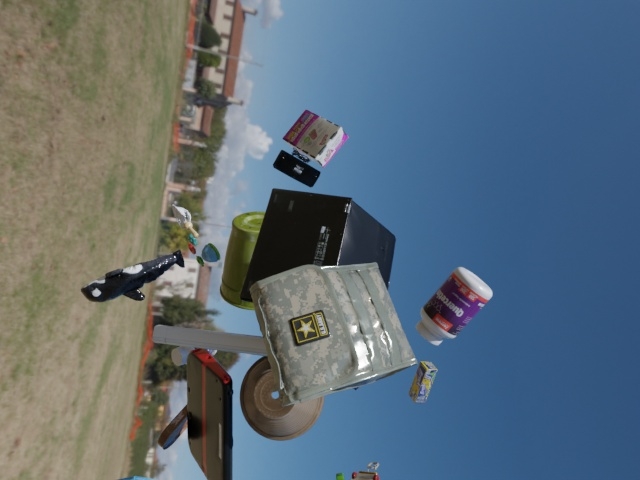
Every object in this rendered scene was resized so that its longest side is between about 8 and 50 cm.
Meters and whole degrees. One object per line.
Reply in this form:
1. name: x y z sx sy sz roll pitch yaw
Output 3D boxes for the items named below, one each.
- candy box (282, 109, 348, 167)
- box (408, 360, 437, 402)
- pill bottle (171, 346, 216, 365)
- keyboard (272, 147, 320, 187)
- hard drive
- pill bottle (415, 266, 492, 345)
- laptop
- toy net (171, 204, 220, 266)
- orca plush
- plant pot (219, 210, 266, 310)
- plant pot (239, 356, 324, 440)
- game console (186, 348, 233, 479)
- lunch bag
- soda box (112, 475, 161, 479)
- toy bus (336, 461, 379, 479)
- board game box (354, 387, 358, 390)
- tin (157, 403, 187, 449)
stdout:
1. candy box: -0.023 -0.407 1.718 0.159 0.071 0.233 -51 -130 1
2. box: 0.422 0.586 1.791 0.059 0.054 0.168 -127 -131 -63
3. pill bottle: -0.512 0.447 1.757 0.094 0.169 0.094 5 -81 35
4. keyboard: -0.082 -0.277 1.603 0.100 0.192 0.038 -55 -142 12
5. hard drive: -0.213 0.266 1.119 0.233 0.353 0.047 72 24 -74
6. pill bottle: 0.547 0.280 1.812 0.322 0.182 0.181 -54 -153 16
7. laptop: 0.015 0.076 1.373 0.236 0.408 0.381 76 24 -63
8. toy net: -0.423 -0.021 1.447 0.122 0.045 0.232 -11 -70 56
9. orca plush: -0.531 0.129 1.270 0.151 0.287 0.102 -31 -99 54
10. plant pot: -0.275 0.068 1.962 0.366 0.367 0.352 -118 -151 -60
11. plant pot: -0.110 0.417 1.174 0.109 0.238 0.237 75 15 -69
12. game console: -0.344 0.558 1.366 0.342 0.060 0.386 10 -79 54
13. lunch bag: 0.015 0.177 0.856 0.169 0.287 0.235 -42 -121 43
14. soda box: -0.418 0.630 1.059 0.210 0.067 0.071 57 20 -51
15. toy bus: 0.141 0.875 1.485 0.191 0.202 0.104 163 -84 -77
16. board game box: 0.099 0.533 1.865 0.035 0.201 0.136 -52 174 22
17. tin: -0.501 0.654 1.549 0.189 0.040 0.106 -47 166 -36
